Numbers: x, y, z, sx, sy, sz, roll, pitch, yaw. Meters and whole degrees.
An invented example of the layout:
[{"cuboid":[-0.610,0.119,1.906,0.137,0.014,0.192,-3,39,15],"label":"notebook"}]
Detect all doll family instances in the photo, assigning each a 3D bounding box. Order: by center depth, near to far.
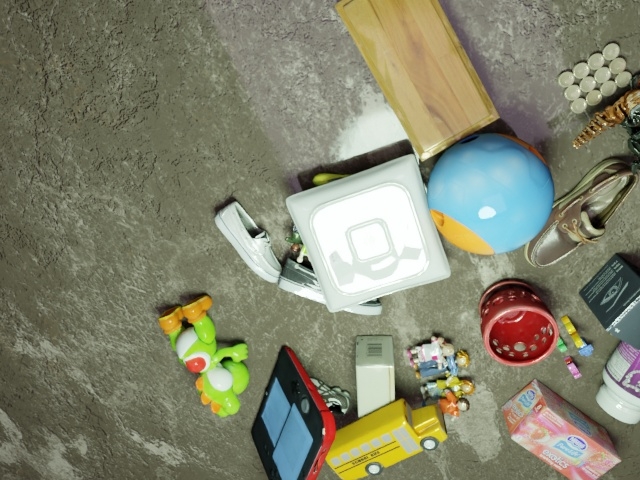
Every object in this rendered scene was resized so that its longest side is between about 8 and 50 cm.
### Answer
[{"cuboid":[0.000,0.000,1.494,0.193,0.076,0.111,11,109,-2],"label":"doll family"},{"cuboid":[0.371,0.398,1.622,0.163,0.118,0.263,-15,93,19],"label":"doll family"}]

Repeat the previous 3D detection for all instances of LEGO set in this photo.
[{"cuboid":[0.708,0.294,1.534,0.087,0.093,0.227,-34,106,18],"label":"LEGO set"}]

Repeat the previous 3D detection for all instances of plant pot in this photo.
[{"cuboid":[0.526,0.218,1.476,0.191,0.174,0.191,2,113,5],"label":"plant pot"}]

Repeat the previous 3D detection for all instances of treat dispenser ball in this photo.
[{"cuboid":[0.398,-0.109,1.285,0.288,0.288,0.288,2,114,5],"label":"treat dispenser ball"}]

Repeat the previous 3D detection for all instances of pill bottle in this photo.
[{"cuboid":[0.896,0.353,1.500,0.169,0.169,0.301,17,114,-1],"label":"pill bottle"}]

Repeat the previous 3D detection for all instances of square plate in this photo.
[{"cuboid":[0.126,-0.002,1.387,0.344,0.049,0.347,-18,107,8],"label":"square plate"}]

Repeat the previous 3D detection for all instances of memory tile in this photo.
[{"cuboid":[0.651,-0.383,1.289,0.148,0.012,0.113,-31,107,17],"label":"memory tile"}]

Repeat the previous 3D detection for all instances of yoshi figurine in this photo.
[{"cuboid":[-0.332,0.350,1.657,0.203,0.203,0.362,-27,96,-26],"label":"yoshi figurine"}]

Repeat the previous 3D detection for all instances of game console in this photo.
[{"cuboid":[-0.098,0.569,1.628,0.060,0.342,0.386,3,120,-35],"label":"game console"}]

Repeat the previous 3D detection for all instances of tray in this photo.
[{"cuboid":[0.225,-0.414,1.259,0.203,0.076,0.411,-29,101,17],"label":"tray"}]

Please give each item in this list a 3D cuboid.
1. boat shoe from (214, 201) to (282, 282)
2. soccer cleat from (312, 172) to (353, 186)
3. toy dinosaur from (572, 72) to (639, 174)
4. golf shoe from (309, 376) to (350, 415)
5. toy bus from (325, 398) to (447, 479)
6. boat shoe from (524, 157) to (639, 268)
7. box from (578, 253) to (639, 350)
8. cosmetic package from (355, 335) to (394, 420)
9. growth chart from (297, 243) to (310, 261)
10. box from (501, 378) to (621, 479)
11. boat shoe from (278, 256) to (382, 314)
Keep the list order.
[{"cuboid":[-0.182,0.006,1.503,0.084,0.095,0.258,-35,107,23],"label":"boat shoe"},{"cuboid":[0.124,-0.136,1.423,0.289,0.093,0.121,18,94,0],"label":"soccer cleat"},{"cuboid":[0.751,-0.278,1.255,0.322,0.164,0.218,-26,76,23],"label":"toy dinosaur"},{"cuboid":[-0.004,0.489,1.697,0.198,0.094,0.077,14,115,2],"label":"golf shoe"},{"cuboid":[0.182,0.552,1.525,0.332,0.108,0.130,-32,106,17],"label":"toy bus"},{"cuboid":[0.659,-0.052,1.372,0.123,0.123,0.342,36,112,-10],"label":"boat shoe"},{"cuboid":[0.791,0.154,1.401,0.108,0.207,0.153,31,113,-7],"label":"box"},{"cuboid":[0.166,0.456,1.628,0.113,0.160,0.309,-2,114,6],"label":"cosmetic package"},{"cuboid":[0.071,0.002,1.457,0.237,0.021,0.172,13,108,-17],"label":"growth chart"},{"cuboid":[0.719,0.578,1.630,0.300,0.142,0.154,36,111,-10],"label":"box"},{"cuboid":[0.039,0.124,1.525,0.306,0.113,0.105,19,96,-4],"label":"boat shoe"}]
